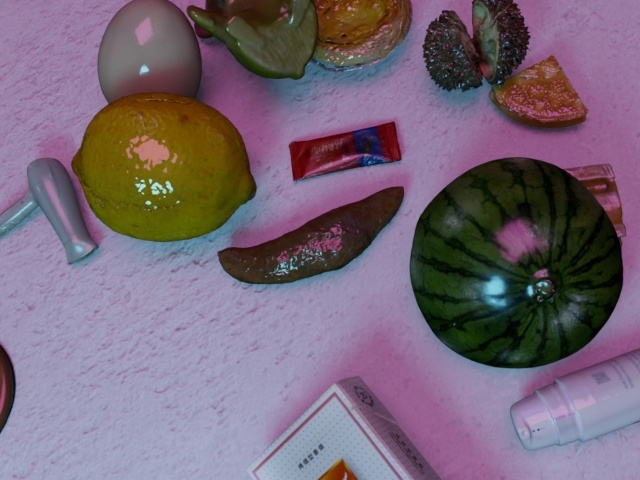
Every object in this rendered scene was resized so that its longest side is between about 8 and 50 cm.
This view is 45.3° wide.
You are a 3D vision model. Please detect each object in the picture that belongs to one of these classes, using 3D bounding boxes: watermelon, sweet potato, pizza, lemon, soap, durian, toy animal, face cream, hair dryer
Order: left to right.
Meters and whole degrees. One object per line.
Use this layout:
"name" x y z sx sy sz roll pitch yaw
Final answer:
"hair dryer" -0.541 -0.015 1.401 0.237 0.075 0.206 -28 74 5
"lemon" -0.256 -0.118 1.288 0.310 0.258 0.258 8 70 5
"toy animal" -0.148 -0.425 1.392 0.181 0.180 0.363 -41 52 -6
"sweet potato" -0.001 0.003 1.292 0.341 0.092 0.114 -22 51 -2
"durian" 0.272 -0.346 1.345 0.196 0.196 0.167 -5 96 6
"watermelon" 0.288 0.038 1.137 0.330 0.189 0.331 0 87 5
"pizza" 0.395 -0.258 1.362 0.175 0.046 0.134 28 77 17
"soap" 0.371 -0.042 1.266 0.233 0.076 0.135 -7 68 6
"face cream" 0.448 0.223 1.138 0.345 0.102 0.102 -20 67 1

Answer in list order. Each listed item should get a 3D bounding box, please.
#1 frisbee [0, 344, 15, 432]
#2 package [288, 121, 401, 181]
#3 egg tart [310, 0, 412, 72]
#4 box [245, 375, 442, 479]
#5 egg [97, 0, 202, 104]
"frisbee" -0.646 0.270 1.319 0.251 0.021 0.251 -3 69 8
"package" 0.043 -0.161 1.388 0.200 0.022 0.083 -11 68 5
"egg tart" 0.060 -0.410 1.443 0.234 0.094 0.234 -4 68 11
"box" 0.070 0.387 1.092 0.210 0.095 0.330 -47 69 16
"egg" -0.308 -0.320 1.390 0.186 0.242 0.186 9 30 -5
